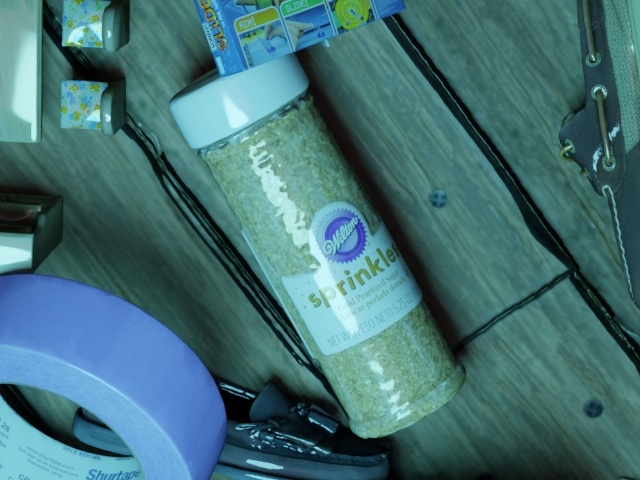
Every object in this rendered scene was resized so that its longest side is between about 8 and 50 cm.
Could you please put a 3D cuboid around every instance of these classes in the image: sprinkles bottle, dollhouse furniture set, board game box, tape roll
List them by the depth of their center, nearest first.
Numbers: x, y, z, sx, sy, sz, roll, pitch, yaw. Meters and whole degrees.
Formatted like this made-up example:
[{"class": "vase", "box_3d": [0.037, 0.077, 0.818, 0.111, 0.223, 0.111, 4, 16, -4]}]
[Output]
[{"class": "board game box", "box_3d": [-0.025, -0.231, 1.512, 0.035, 0.201, 0.136, -10, 101, 49]}, {"class": "tape roll", "box_3d": [-0.224, 0.158, 1.545, 0.275, 0.090, 0.274, 11, 135, 11]}, {"class": "dollhouse furniture set", "box_3d": [-0.287, -0.101, 1.565, 0.212, 0.161, 0.242, 3, 103, 3]}, {"class": "sprinkles bottle", "box_3d": [0.000, 0.000, 1.595, 0.121, 0.121, 0.355, -28, 101, 9]}]

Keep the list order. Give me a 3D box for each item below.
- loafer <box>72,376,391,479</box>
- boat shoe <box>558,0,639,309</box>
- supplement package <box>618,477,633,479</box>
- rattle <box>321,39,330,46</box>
[{"class": "loafer", "box_3d": [-0.078, 0.165, 1.649, 0.303, 0.109, 0.095, 10, 99, 4]}, {"class": "boat shoe", "box_3d": [0.273, -0.100, 1.571, 0.123, 0.123, 0.342, 3, 106, 37]}, {"class": "supplement package", "box_3d": [0.355, 0.346, 1.583, 0.204, 0.262, 0.145, 16, 104, -2]}, {"class": "rattle", "box_3d": [-0.082, -0.237, 1.576, 0.143, 0.130, 0.200, -27, 133, 26]}]
